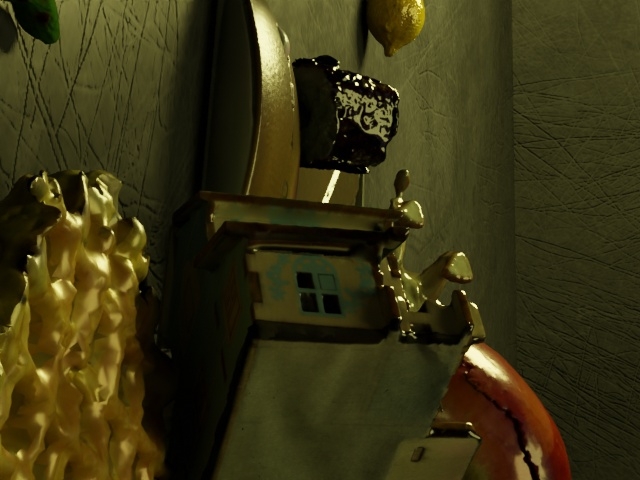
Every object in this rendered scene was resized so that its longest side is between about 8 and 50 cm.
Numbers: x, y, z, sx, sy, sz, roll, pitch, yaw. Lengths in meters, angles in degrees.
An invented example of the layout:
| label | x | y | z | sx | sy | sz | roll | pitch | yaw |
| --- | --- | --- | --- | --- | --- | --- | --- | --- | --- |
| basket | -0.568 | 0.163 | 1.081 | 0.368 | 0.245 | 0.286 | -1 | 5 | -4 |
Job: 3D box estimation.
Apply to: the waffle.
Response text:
| label | x | y | z | sx | sy | sz | roll | pitch | yaw |
| --- | --- | --- | --- | --- | --- | --- | --- | --- | --- |
| waffle | -0.134 | 0.115 | 0.737 | 0.329 | 0.062 | 0.329 | 2 | 90 | -79 |

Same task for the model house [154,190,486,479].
| label | x | y | z | sx | sy | sz | roll | pitch | yaw |
| --- | --- | --- | --- | --- | --- | --- | --- | --- | --- |
| model house | -0.010 | 0.062 | 0.943 | 0.206 | 0.178 | 0.271 | -105 | -157 | -46 |

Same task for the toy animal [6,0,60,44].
| label | x | y | z | sx | sy | sz | roll | pitch | yaw |
| --- | --- | --- | --- | --- | --- | --- | --- | --- | --- |
| toy animal | -0.154 | -0.144 | 0.696 | 0.217 | 0.041 | 0.075 | 24 | 68 | -80 |

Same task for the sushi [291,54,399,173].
| label | x | y | z | sx | sy | sz | roll | pitch | yaw |
| --- | --- | --- | --- | --- | --- | --- | --- | --- | --- |
| sushi | 0.005 | -0.103 | 1.240 | 0.084 | 0.094 | 0.098 | 2 | 92 | -44 |

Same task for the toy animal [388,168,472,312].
| label | x | y | z | sx | sy | sz | roll | pitch | yaw |
| --- | --- | --- | --- | --- | --- | --- | --- | --- | --- |
| toy animal | 0.076 | 0.100 | 1.594 | 0.157 | 0.097 | 0.312 | -44 | -146 | 46 |

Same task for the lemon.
| label | x | y | z | sx | sy | sz | roll | pitch | yaw |
| --- | --- | --- | --- | --- | --- | --- | --- | --- | --- |
| lemon | 0.079 | -0.241 | 1.665 | 0.065 | 0.065 | 0.092 | 37 | 55 | -74 |

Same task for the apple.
| label | x | y | z | sx | sy | sz | roll | pitch | yaw |
| --- | --- | --- | --- | --- | --- | --- | --- | --- | --- |
| apple | 0.078 | 0.205 | 1.268 | 0.206 | 0.252 | 0.271 | 15 | 63 | -82 |

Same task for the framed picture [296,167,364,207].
| label | x | y | z | sx | sy | sz | roll | pitch | yaw |
| --- | --- | --- | --- | --- | --- | --- | --- | --- | --- |
| framed picture | 0.000 | 0.000 | 1.421 | 0.315 | 0.024 | 0.232 | 15 | 76 | -76 |

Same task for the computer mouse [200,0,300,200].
| label | x | y | z | sx | sy | sz | roll | pitch | yaw |
| --- | --- | --- | --- | --- | --- | --- | --- | --- | --- |
| computer mouse | -0.048 | -0.072 | 1.135 | 0.126 | 0.056 | 0.245 | 55 | 37 | -70 |
